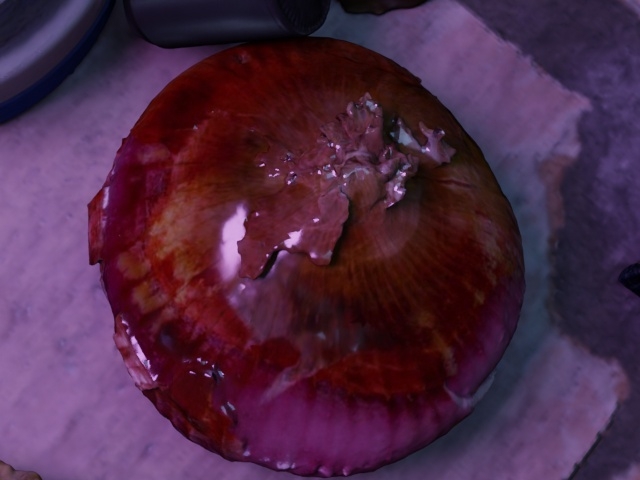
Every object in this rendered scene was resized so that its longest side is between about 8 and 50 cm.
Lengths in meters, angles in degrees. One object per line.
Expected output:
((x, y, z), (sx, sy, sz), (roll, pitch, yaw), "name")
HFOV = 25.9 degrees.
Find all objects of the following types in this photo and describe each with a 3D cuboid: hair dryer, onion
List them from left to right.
((-0.046, -0.197, 0.702), (0.100, 0.057, 0.197), (2, 88, 32), "hair dryer")
((0.000, 0.000, 0.681), (0.230, 0.163, 0.230), (3, 78, -12), "onion")

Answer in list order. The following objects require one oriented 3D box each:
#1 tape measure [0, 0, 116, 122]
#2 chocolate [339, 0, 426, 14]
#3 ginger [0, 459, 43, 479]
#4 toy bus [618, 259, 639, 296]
((-0.226, -0.183, 0.705), (0.259, 0.138, 0.262), (-5, 77, -9), "tape measure")
((0.015, -0.242, 0.782), (0.148, 0.093, 0.214), (5, 75, -7), "chocolate")
((-0.192, 0.221, 0.621), (0.116, 0.109, 0.263), (39, 72, -26), "ginger")
((0.331, -0.071, 0.757), (0.194, 0.162, 0.323), (36, 75, 0), "toy bus")
